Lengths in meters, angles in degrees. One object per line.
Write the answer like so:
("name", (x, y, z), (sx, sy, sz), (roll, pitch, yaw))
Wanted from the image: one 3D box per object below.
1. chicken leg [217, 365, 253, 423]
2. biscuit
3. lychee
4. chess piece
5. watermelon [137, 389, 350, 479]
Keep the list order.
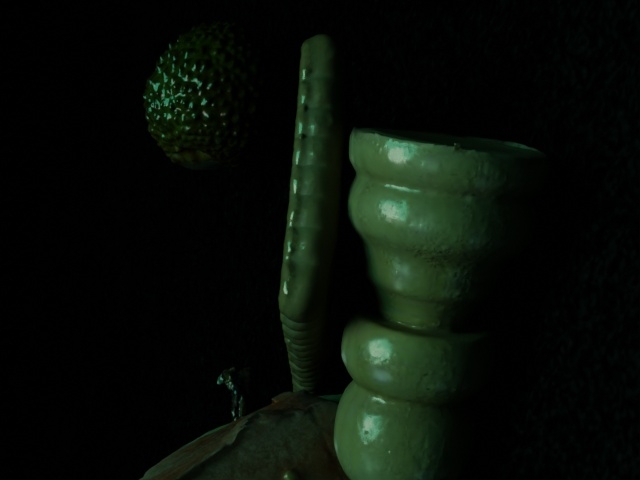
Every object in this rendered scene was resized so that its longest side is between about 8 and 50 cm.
("chicken leg", (-0.071, 0.220, 1.112), (0.106, 0.051, 0.253), (-64, 27, 18))
("biscuit", (0.000, 0.000, 0.903), (0.325, 0.044, 0.217), (88, -175, -70))
("lychee", (-0.115, -0.163, 1.238), (0.171, 0.171, 0.171), (-170, 90, -66))
("chess piece", (0.072, 0.053, 0.783), (0.143, 0.143, 0.261), (-150, 65, -65))
("watermelon", (-0.019, 0.260, 0.834), (0.292, 0.222, 0.319), (63, -173, 11))
